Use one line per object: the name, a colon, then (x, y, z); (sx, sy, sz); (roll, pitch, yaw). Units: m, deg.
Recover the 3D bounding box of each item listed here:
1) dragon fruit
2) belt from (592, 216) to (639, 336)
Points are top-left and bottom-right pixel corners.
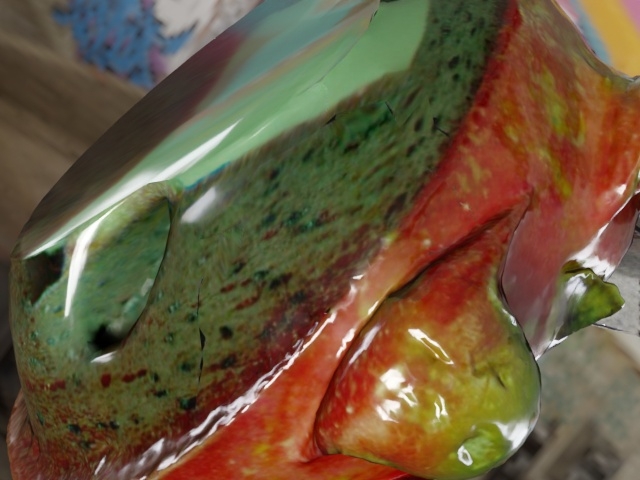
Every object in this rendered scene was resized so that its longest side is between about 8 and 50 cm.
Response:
dragon fruit: (0.000, 0.000, 0.625); (0.130, 0.295, 0.268); (51, -157, -20)
belt: (0.209, 0.024, 1.175); (0.359, 0.126, 0.094); (15, -152, 33)
